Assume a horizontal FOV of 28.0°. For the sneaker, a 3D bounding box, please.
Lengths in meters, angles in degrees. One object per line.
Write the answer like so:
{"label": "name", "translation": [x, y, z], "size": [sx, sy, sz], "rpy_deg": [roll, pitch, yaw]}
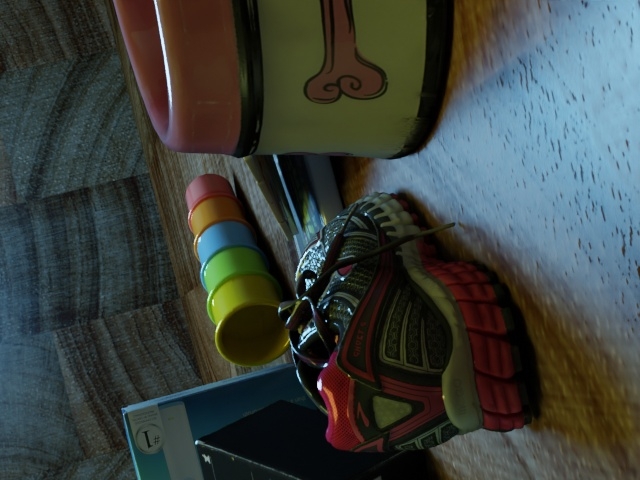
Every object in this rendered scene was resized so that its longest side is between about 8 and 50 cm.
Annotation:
{"label": "sneaker", "translation": [0.026, 0.044, 0.799], "size": [0.299, 0.112, 0.121], "rpy_deg": [-144, 41, -75]}

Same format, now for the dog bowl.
{"label": "dog bowl", "translation": [-0.062, -0.233, 0.790], "size": [0.408, 0.150, 0.408], "rpy_deg": [166, 90, -80]}

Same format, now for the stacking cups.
{"label": "stacking cups", "translation": [-0.116, 0.021, 1.560], "size": [0.316, 0.096, 0.096], "rpy_deg": [-118, 17, -52]}

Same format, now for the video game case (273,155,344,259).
{"label": "video game case", "translation": [0.000, 0.000, 1.122], "size": [0.173, 0.022, 0.190], "rpy_deg": [148, 108, -79]}

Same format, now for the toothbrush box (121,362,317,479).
{"label": "toothbrush box", "translation": [-0.090, 0.309, 1.481], "size": [0.126, 0.216, 0.295], "rpy_deg": [157, 99, -80]}

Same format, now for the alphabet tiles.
{"label": "alphabet tiles", "translation": [-0.060, -0.099, 1.064], "size": [0.237, 0.009, 0.198], "rpy_deg": [64, -174, -66]}

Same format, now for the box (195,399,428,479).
{"label": "box", "translation": [0.011, 0.281, 1.050], "size": [0.184, 0.103, 0.261], "rpy_deg": [6, 113, 49]}
